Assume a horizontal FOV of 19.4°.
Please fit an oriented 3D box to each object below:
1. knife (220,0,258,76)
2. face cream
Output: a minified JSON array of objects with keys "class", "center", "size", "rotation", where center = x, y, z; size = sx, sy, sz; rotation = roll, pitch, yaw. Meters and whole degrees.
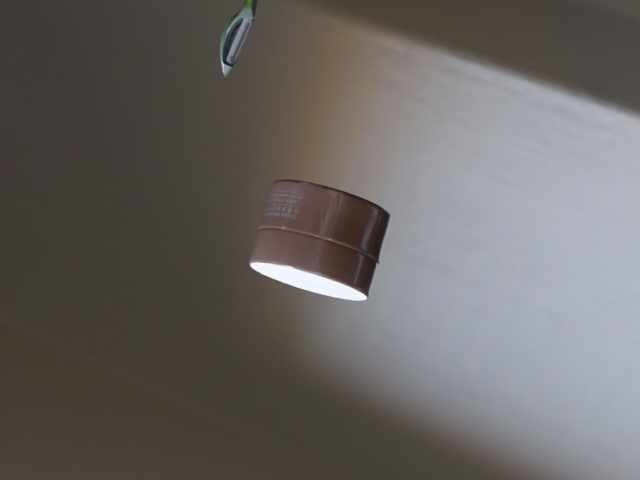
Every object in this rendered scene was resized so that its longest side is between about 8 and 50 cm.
[{"class":"knife","center":[-0.071,-0.253,1.927],"size":[0.184,0.026,0.022],"rotation":[-65,-4,22]},{"class":"face cream","center":[0.000,0.000,2.200],"size":[0.149,0.149,0.104],"rotation":[37,-112,-65]}]
